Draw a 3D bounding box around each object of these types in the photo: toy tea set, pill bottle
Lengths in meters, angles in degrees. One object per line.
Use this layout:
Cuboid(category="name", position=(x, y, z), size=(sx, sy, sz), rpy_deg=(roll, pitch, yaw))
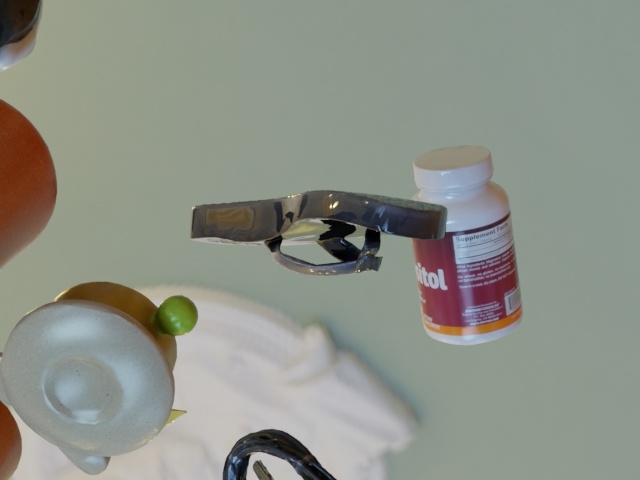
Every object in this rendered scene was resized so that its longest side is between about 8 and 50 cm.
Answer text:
Cuboid(category="toy tea set", position=(-0.220, 0.060, 0.915), size=(0.200, 0.336, 0.124), rpy_deg=(50, -154, -15))
Cuboid(category="pill bottle", position=(0.118, 0.002, 1.455), size=(0.086, 0.086, 0.152), rpy_deg=(-58, -38, -65))

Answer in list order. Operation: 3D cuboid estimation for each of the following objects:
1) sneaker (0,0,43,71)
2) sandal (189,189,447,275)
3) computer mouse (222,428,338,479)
Cuboid(category="sneaker", position=(-0.229, -0.085, 0.501), size=(0.292, 0.118, 0.110), rpy_deg=(18, -128, -35))
Cuboid(category="sandal", position=(0.000, 0.000, 1.214), size=(0.097, 0.254, 0.055), rpy_deg=(6, -96, -32))
Cuboid(category="computer mouse", position=(0.035, 0.182, 0.715), size=(0.041, 0.071, 0.242), rpy_deg=(-21, -99, -55))
